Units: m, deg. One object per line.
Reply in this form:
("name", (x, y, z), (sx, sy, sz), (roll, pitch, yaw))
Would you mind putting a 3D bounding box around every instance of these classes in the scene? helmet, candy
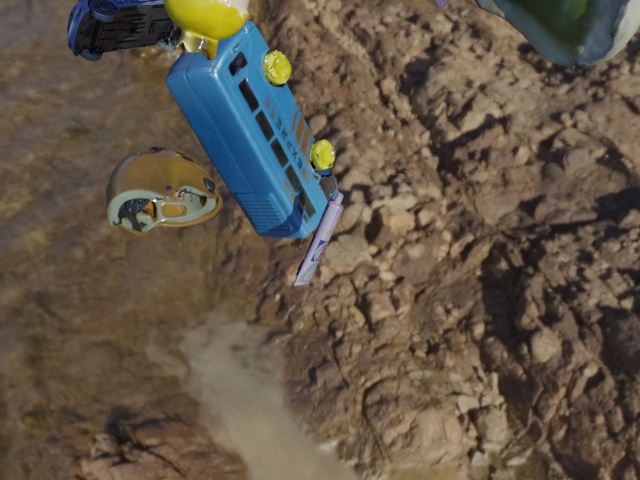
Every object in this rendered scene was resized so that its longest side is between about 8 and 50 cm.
("helmet", (-0.293, -0.100, 1.252), (0.224, 0.198, 0.130), (4, 68, -61))
("candy", (0.450, -0.543, 1.227), (0.186, 0.427, 0.386), (-39, 71, -20))

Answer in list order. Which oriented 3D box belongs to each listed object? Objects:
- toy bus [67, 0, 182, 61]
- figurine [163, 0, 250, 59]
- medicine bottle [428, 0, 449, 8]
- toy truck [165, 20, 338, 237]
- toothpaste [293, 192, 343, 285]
("toy bus", (-0.412, -0.481, 1.447), (0.292, 0.125, 0.133), (-26, 70, -44))
("figurine", (-0.107, -0.351, 0.876), (0.185, 0.234, 0.127), (2, 4, -11))
("medicine bottle", (0.360, -0.790, 1.791), (0.241, 0.302, 0.241), (43, 15, -14))
("toy truck", (-0.108, -0.185, 1.198), (0.161, 0.385, 0.162), (3, 43, 39))
("toothpaste", (0.000, 0.000, 1.117), (0.028, 0.170, 0.045), (31, 16, 25))
